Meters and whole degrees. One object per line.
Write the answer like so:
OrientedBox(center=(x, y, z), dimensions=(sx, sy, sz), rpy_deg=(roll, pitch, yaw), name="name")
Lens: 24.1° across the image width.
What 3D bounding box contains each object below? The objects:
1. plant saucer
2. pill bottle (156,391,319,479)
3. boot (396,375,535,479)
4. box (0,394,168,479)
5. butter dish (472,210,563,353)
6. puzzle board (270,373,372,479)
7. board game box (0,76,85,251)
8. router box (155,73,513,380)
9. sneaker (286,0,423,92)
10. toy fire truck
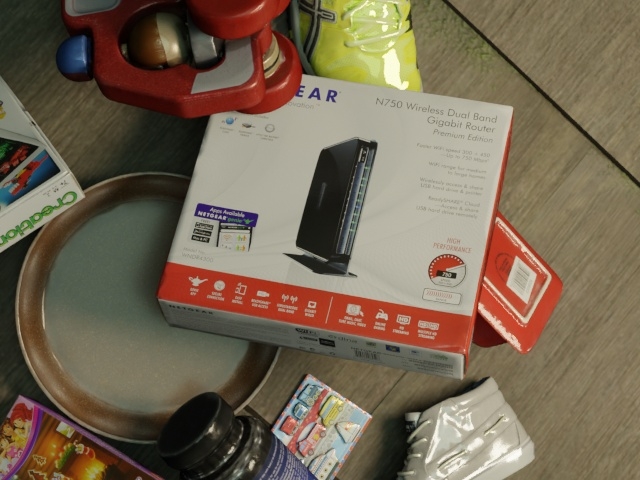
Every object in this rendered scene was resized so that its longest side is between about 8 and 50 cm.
OrientedBox(center=(-0.194, 0.077, 1.729), dimensions=(0.310, 0.050, 0.311), rpy_deg=(0, 89, -11), name="plant saucer")
OrientedBox(center=(-0.080, 0.275, 1.687), dimensions=(0.123, 0.123, 0.219), rpy_deg=(-44, 114, -8), name="pill bottle")
OrientedBox(center=(0.122, 0.262, 1.777), dimensions=(0.258, 0.095, 0.123), rpy_deg=(-29, 89, -18), name="boot")
OrientedBox(center=(-0.320, 0.347, 1.661), dimensions=(0.201, 0.057, 0.293), rpy_deg=(28, 84, 15), name="box")
OrientedBox(center=(0.186, 0.058, 1.775), dimensions=(0.160, 0.118, 0.160), rpy_deg=(46, 41, -7), name="butter dish")
OrientedBox(center=(-0.010, 0.237, 1.783), dimensions=(0.096, 0.011, 0.128), rpy_deg=(34, 84, -9), name="puzzle board")
OrientedBox(center=(-0.431, -0.034, 1.625), dimensions=(0.305, 0.053, 0.193), rpy_deg=(-34, 53, -9), name="board game box")
OrientedBox(center=(0.021, -0.026, 1.644), dimensions=(0.335, 0.082, 0.301), rpy_deg=(9, 65, 9), name="router box")
OrientedBox(center=(0.031, -0.310, 1.724), dimensions=(0.145, 0.147, 0.385), rpy_deg=(-18, 96, -12), name="sneaker")
OrientedBox(center=(-0.162, -0.257, 1.639), dimensions=(0.253, 0.169, 0.302), rpy_deg=(-9, 58, 6), name="toy fire truck")
